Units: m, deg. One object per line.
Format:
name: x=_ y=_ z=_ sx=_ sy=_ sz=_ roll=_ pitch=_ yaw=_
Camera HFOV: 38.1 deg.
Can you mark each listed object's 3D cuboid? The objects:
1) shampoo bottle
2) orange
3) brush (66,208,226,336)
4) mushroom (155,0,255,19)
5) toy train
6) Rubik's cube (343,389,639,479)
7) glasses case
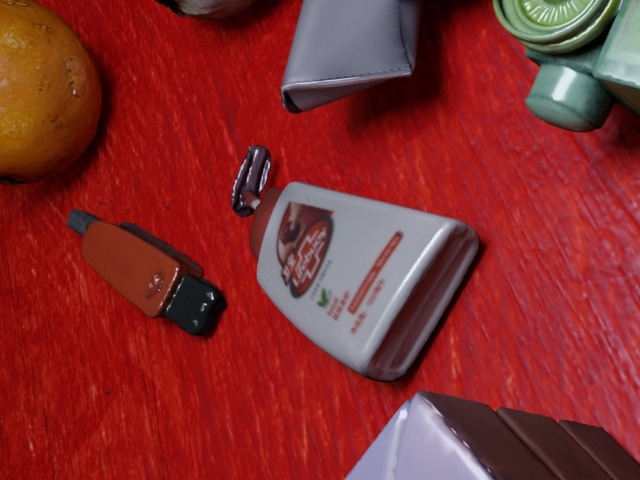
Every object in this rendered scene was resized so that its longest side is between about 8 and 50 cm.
shampoo bottle: x=0.000 y=0.000 z=0.834 sx=0.284 sy=0.071 sz=0.153 roll=34 pitch=99 yaw=44
orange: x=-0.397 y=-0.189 z=1.166 sx=0.246 sy=0.246 sz=0.246 roll=-17 pitch=65 yaw=40
brush: x=-0.215 y=0.024 z=1.052 sx=0.323 sy=0.051 sz=0.070 roll=27 pitch=98 yaw=46
mushroom: x=-0.062 y=-0.375 z=0.971 sx=0.344 sy=0.130 sz=0.247 roll=-58 pitch=2 yaw=14
toy train: x=0.241 y=-0.190 z=0.608 sx=0.188 sy=0.159 sz=0.271 roll=28 pitch=96 yaw=39
Rubik's cube: x=0.115 y=0.249 z=0.526 sx=0.231 sy=0.225 sz=0.221 roll=-55 pitch=46 yaw=15
glasses case: x=0.051 y=-0.244 z=0.853 sx=0.128 sy=0.083 sz=0.308 roll=0 pitch=62 yaw=25
